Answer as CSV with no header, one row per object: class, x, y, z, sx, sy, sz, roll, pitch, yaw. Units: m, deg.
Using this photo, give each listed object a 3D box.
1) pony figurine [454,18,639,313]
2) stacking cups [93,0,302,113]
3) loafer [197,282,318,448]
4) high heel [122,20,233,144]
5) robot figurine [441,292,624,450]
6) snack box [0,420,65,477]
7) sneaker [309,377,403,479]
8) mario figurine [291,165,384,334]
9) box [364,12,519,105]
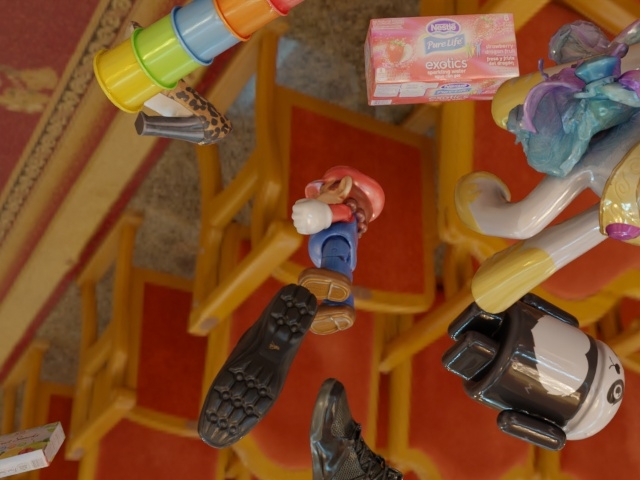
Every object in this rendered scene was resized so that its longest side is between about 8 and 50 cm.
pony figurine,0.250,-0.096,0.574,0.303,0.351,0.363,42,165,-12
stacking cups,-0.141,-0.271,1.170,0.316,0.096,0.096,-26,143,25
loafer,-0.074,0.152,1.117,0.076,0.223,0.078,33,154,-1
high heel,-0.266,-0.289,1.721,0.186,0.261,0.093,2,150,-33
robot figurine,0.331,0.196,1.438,0.278,0.209,0.173,26,180,-7
snack box,-0.525,0.367,1.616,0.141,0.100,0.037,-14,105,6
sneaker,0.053,0.295,1.280,0.130,0.087,0.228,3,108,20
mario figurine,0.000,0.000,1.542,0.170,0.321,0.198,26,130,-14
box,0.248,-0.378,1.952,0.299,0.142,0.154,-3,171,-2
